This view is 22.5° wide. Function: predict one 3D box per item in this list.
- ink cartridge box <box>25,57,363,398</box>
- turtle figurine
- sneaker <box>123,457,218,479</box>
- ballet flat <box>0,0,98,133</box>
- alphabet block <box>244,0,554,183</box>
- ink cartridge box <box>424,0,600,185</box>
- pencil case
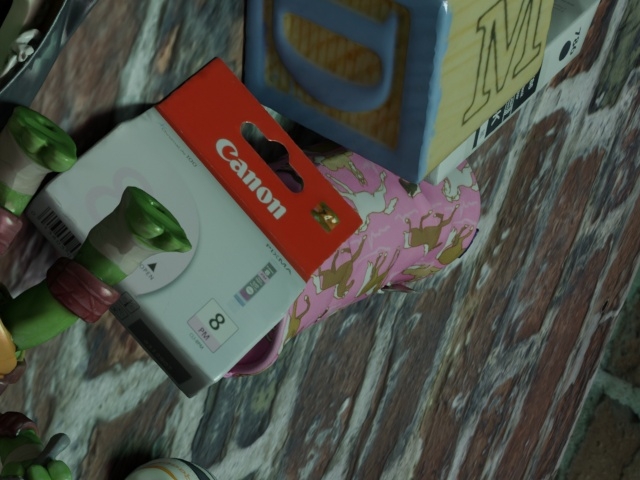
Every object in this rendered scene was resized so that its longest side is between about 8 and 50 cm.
[{"bbox_3d":[-0.081,-0.024,1.226,0.232,0.189,0.066,-44,-175,-31],"label":"ink cartridge box"},{"bbox_3d":[-0.216,0.066,0.987,0.266,0.198,0.275,-51,163,8],"label":"turtle figurine"},{"bbox_3d":[-0.196,0.347,1.477,0.127,0.126,0.321,49,60,-70],"label":"sneaker"},{"bbox_3d":[-0.177,-0.161,1.013,0.203,0.074,0.074,-60,157,1],"label":"ballet flat"},{"bbox_3d":[0.069,-0.201,1.330,0.197,0.192,0.193,-41,152,-38],"label":"alphabet block"},{"bbox_3d":[0.133,-0.186,1.508,0.333,0.165,0.065,-41,150,-37],"label":"ink cartridge box"},{"bbox_3d":[0.000,0.000,1.458,0.160,0.167,0.386,-30,176,33],"label":"pencil case"}]
